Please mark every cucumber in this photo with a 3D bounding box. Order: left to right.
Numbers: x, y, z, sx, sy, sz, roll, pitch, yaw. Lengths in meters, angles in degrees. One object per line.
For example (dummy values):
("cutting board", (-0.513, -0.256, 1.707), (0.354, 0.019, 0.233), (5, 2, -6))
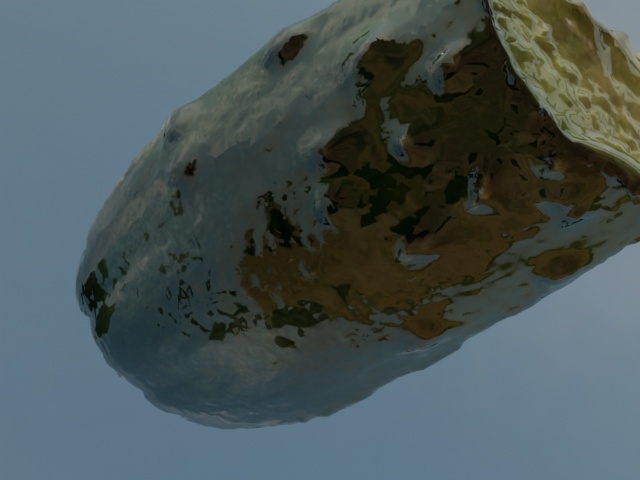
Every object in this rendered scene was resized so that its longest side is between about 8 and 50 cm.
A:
("cucumber", (-0.002, 0.000, 0.862), (0.145, 0.325, 0.105), (33, -135, -30))
